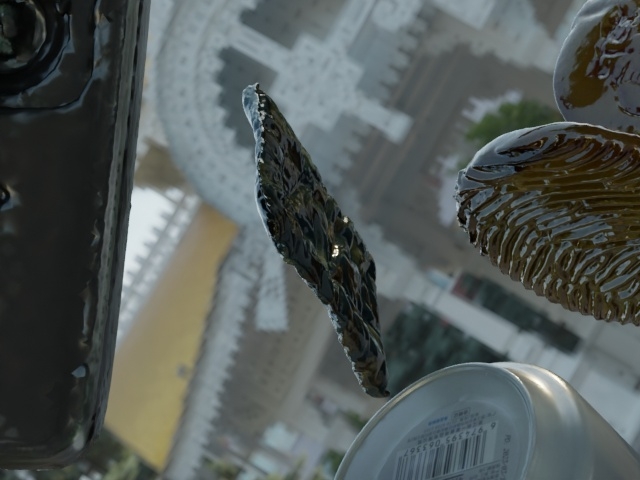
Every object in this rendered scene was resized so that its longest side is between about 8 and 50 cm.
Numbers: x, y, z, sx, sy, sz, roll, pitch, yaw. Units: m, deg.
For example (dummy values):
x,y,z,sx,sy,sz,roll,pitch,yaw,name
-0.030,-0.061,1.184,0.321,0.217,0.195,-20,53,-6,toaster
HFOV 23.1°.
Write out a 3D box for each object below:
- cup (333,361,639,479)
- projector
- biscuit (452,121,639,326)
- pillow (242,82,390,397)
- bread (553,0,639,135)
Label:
x,y,z,sx,sy,sz,roll,pitch,yaw,name
0.192,0.279,1.179,0.237,0.327,0.323,-45,31,2,cup
-0.249,-0.051,1.090,0.405,0.242,0.395,160,114,-83,projector
0.285,-0.006,1.552,0.318,0.317,0.040,99,-168,-61,biscuit
0.001,0.002,1.364,0.189,0.034,0.256,-99,-17,-50,pillow
0.390,-0.175,1.677,0.270,0.269,0.148,-57,-38,-16,bread
